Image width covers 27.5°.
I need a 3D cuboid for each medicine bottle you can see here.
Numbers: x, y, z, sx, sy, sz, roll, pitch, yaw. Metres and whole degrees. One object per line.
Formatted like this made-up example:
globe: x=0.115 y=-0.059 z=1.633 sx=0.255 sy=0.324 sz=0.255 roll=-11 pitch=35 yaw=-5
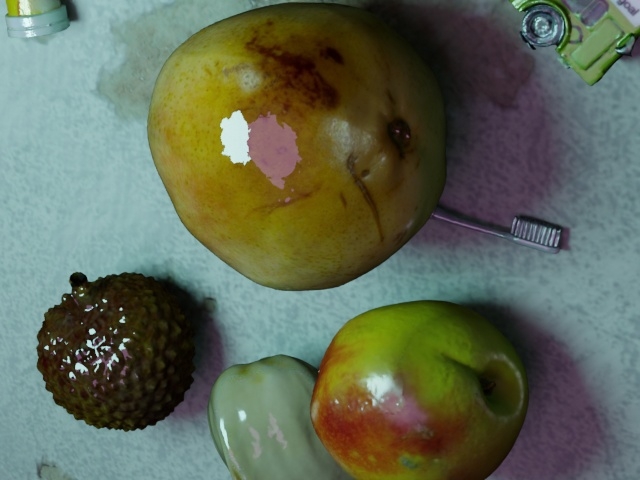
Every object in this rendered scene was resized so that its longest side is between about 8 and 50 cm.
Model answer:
medicine bottle: x=-0.342 y=-0.343 z=1.486 sx=0.074 sy=0.074 sz=0.218 roll=2 pitch=113 yaw=25

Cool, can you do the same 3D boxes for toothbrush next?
toothbrush: x=0.095 y=-0.046 z=1.444 sx=0.354 sy=0.024 sz=0.029 roll=17 pitch=110 yaw=19

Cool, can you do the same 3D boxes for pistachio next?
pistachio: x=-0.023 y=0.256 z=1.547 sx=0.166 sy=0.197 sz=0.288 roll=-21 pitch=114 yaw=37

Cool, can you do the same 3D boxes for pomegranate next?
pomegranate: x=-0.027 y=-0.100 z=1.328 sx=0.319 sy=0.319 sz=0.319 roll=11 pitch=118 yaw=21

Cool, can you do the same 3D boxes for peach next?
peach: x=0.106 y=0.172 z=1.431 sx=0.231 sy=0.231 sz=0.231 roll=11 pitch=118 yaw=21

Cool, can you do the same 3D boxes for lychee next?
lychee: x=-0.252 y=0.129 z=1.605 sx=0.200 sy=0.200 sz=0.238 roll=-4 pitch=128 yaw=28

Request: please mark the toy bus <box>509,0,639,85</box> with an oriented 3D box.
toy bus: x=0.198 y=-0.295 z=1.222 sx=0.302 sy=0.113 sz=0.139 roll=46 pitch=121 yaw=1
